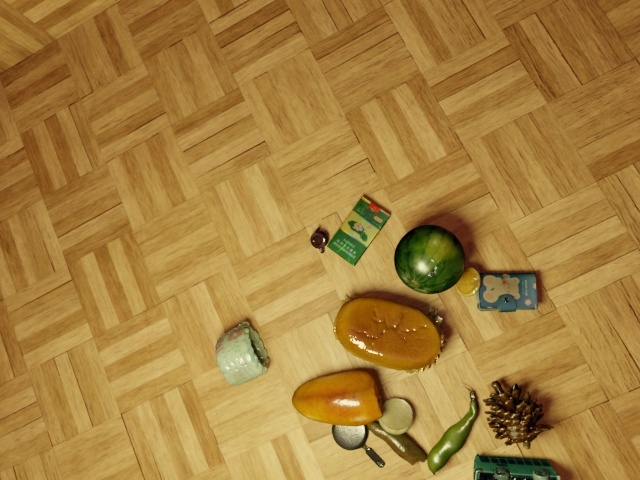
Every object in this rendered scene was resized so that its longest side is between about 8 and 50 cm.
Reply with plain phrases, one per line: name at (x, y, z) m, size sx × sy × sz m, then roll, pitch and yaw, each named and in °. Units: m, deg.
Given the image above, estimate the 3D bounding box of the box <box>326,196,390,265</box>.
box at (0.143, -0.035, 1.855) m, size 0.132 × 0.034 × 0.235 m, roll 37°, pitch 91°, yaw 14°

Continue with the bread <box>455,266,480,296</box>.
bread at (0.518, 0.145, 1.731) m, size 0.110 × 0.025 × 0.110 m, roll -28°, pitch 56°, yaw 50°

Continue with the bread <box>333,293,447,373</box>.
bread at (0.241, 0.325, 1.714) m, size 0.389 × 0.183 × 0.235 m, roll 9°, pitch 82°, yaw 12°

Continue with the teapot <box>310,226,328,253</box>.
teapot at (0.000, 0.000, 1.876) m, size 0.068 × 0.045 × 0.100 m, roll -7°, pitch 99°, yaw 34°

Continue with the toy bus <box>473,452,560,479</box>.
toy bus at (0.622, 0.780, 1.594) m, size 0.256 × 0.147 × 0.128 m, roll 1°, pitch 94°, yaw 8°

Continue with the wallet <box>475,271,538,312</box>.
wallet at (0.644, 0.181, 1.715) m, size 0.202 × 0.059 × 0.141 m, roll -1°, pitch 76°, yaw 9°

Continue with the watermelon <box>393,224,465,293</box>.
watermelon at (0.374, 0.065, 1.694) m, size 0.243 × 0.242 × 0.242 m, roll -1°, pitch 83°, yaw 11°

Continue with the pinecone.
pinecone at (0.632, 0.562, 1.610) m, size 0.186 × 0.169 × 0.212 m, roll -28°, pitch 80°, yaw 12°

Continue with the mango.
mango at (0.051, 0.551, 1.732) m, size 0.350 × 0.199 × 0.201 m, roll -8°, pitch 52°, yaw 23°

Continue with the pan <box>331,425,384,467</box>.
pan at (0.140, 0.720, 1.761) m, size 0.235 × 0.028 × 0.136 m, roll 43°, pitch 93°, yaw 13°

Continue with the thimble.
thimble at (-0.290, 0.416, 1.809) m, size 0.149 × 0.185 × 0.210 m, roll -27°, pitch 64°, yaw 5°

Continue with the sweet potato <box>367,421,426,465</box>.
sweet potato at (0.262, 0.697, 1.716) m, size 0.244 × 0.077 × 0.077 m, roll 35°, pitch 91°, yaw 11°

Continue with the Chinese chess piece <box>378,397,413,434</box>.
Chinese chess piece at (0.262, 0.612, 1.714) m, size 0.122 × 0.051 × 0.122 m, roll -2°, pitch 49°, yaw 2°

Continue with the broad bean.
broad bean at (0.458, 0.660, 1.694) m, size 0.098 × 0.056 × 0.317 m, roll 23°, pitch 82°, yaw 20°
